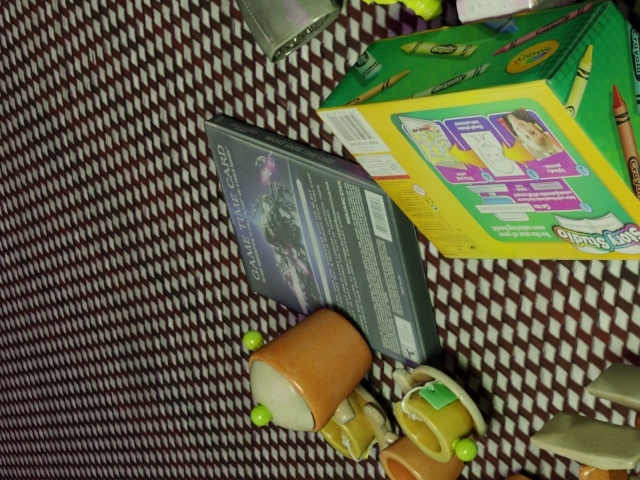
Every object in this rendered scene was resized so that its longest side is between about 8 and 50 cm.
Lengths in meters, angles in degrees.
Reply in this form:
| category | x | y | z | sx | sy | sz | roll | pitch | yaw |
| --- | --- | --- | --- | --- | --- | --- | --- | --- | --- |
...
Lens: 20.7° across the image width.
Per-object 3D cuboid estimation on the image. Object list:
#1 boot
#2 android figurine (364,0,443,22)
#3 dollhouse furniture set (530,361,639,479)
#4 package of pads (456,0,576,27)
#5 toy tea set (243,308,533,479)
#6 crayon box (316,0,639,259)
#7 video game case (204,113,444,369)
| category | x | y | z | sx | sy | sz | roll | pitch | yaw |
| --- | --- | --- | --- | --- | --- | --- | --- | --- | --- |
| boot | -0.081 | -0.247 | 1.487 | 0.208 | 0.076 | 0.189 | 54 | 155 | -6 |
| android figurine | -0.007 | -0.261 | 1.272 | 0.273 | 0.056 | 0.248 | 40 | 163 | -5 |
| dollhouse furniture set | 0.201 | 0.256 | 1.314 | 0.135 | 0.259 | 0.262 | 11 | 125 | 42 |
| package of pads | 0.138 | -0.168 | 1.217 | 0.083 | 0.050 | 0.032 | 1 | 118 | 57 |
| toy tea set | 0.058 | 0.195 | 1.595 | 0.336 | 0.124 | 0.200 | 26 | 149 | 45 |
| crayon box | 0.139 | -0.069 | 1.230 | 0.165 | 0.081 | 0.278 | 47 | 157 | -23 |
| video game case | 0.000 | 0.000 | 1.633 | 0.274 | 0.026 | 0.196 | 24 | 137 | 48 |
